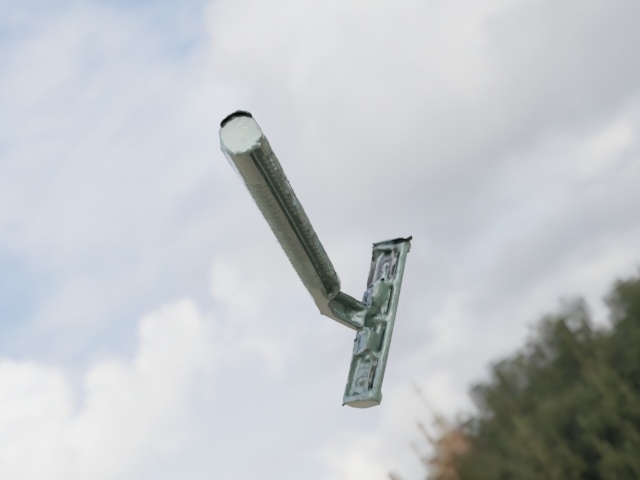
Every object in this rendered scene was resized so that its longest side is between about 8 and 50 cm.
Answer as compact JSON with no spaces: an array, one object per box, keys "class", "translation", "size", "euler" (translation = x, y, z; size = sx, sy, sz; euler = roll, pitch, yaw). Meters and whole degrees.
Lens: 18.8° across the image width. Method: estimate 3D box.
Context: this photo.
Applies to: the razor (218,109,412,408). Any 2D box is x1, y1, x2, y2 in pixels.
[{"class":"razor","translation":[-0.007,-0.001,0.838],"size":[0.036,0.084,0.211],"euler":[2,-23,21]}]
